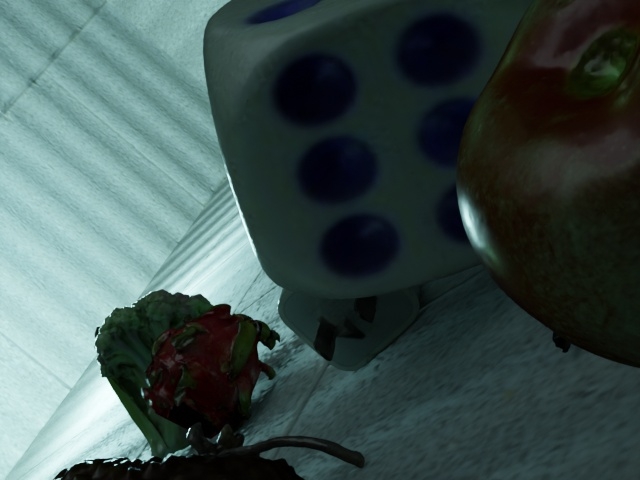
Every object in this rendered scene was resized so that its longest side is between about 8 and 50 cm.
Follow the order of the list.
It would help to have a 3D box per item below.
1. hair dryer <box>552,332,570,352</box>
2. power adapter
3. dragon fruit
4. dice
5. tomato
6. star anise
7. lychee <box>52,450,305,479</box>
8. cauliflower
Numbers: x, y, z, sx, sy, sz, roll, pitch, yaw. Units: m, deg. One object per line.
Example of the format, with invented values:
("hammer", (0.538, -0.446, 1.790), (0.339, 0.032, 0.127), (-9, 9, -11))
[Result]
("hair dryer", (0.206, 0.018, 0.994), (0.117, 0.064, 0.182), (-42, 21, 40))
("power adapter", (0.033, 0.061, 1.349), (0.130, 0.125, 0.205), (-44, 11, 18))
("dragon fruit", (-0.138, 0.169, 1.632), (0.172, 0.166, 0.160), (-63, -26, -12))
("dice", (0.063, -0.132, 1.197), (0.304, 0.277, 0.304), (-14, 21, 5))
("tomato", (0.220, -0.049, 0.706), (0.270, 0.222, 0.270), (-37, 35, 31))
("star anise", (-0.078, 0.244, 1.230), (0.227, 0.218, 0.148), (116, 150, -75))
("lychee", (-0.104, 0.273, 0.859), (0.267, 0.267, 0.267), (-47, 11, 12))
("cauliflower", (-0.223, 0.213, 1.808), (0.256, 0.238, 0.315), (124, 145, -51))
